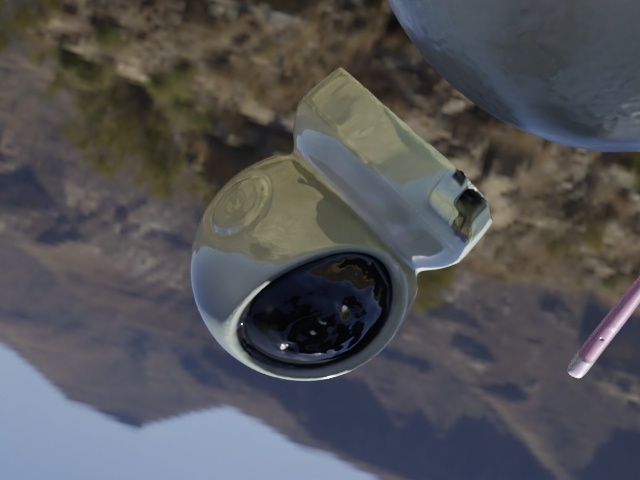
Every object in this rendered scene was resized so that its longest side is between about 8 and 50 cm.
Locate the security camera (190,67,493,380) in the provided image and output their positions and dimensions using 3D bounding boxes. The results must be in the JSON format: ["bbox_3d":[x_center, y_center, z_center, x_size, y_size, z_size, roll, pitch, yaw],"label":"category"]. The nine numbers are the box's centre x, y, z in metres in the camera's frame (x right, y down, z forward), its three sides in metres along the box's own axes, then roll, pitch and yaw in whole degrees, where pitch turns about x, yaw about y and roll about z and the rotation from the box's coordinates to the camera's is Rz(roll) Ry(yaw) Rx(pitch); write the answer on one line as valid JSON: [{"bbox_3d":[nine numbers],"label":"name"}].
[{"bbox_3d":[0.000,0.000,1.273,0.194,0.236,0.194,46,-179,-1],"label":"security camera"}]

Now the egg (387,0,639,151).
[{"bbox_3d":[0.191,-0.160,1.040,0.337,0.201,0.337,-5,173,-1],"label":"egg"}]

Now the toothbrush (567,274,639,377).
[{"bbox_3d":[0.303,0.046,1.477,0.020,0.025,0.286,25,137,-2],"label":"toothbrush"}]
